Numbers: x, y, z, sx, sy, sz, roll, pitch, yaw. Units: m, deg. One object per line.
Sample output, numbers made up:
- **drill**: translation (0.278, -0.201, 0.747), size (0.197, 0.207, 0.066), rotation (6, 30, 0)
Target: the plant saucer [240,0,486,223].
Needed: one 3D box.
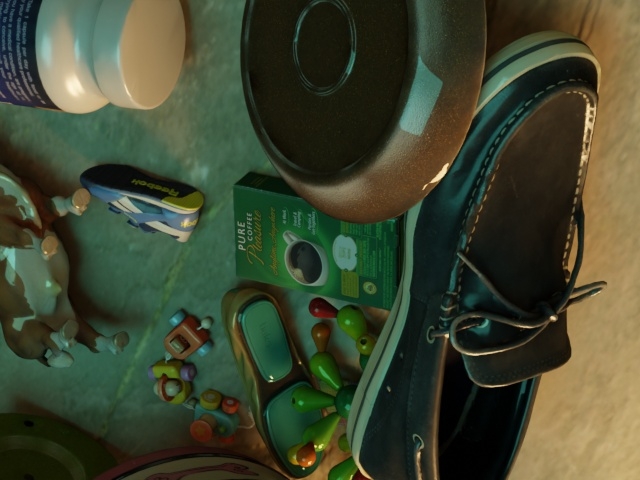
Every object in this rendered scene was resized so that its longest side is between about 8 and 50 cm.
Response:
- **plant saucer**: translation (0.018, -0.168, 1.203), size (0.310, 0.050, 0.310), rotation (5, 97, 51)

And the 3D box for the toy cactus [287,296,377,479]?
- **toy cactus**: translation (0.056, 0.170, 1.458), size (0.180, 0.112, 0.219), rotation (5, 101, 7)

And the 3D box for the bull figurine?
- **bull figurine**: translation (-0.328, 0.010, 1.553), size (0.188, 0.101, 0.310), rotation (14, 130, 43)

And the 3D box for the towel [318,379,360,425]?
- **towel**: translation (0.039, 0.177, 1.527), size (0.083, 0.009, 0.060), rotation (1, 117, 27)

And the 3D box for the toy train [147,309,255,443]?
- **toy train**: translation (-0.138, 0.166, 1.591), size (0.125, 0.046, 0.166), rotation (-33, 99, 38)

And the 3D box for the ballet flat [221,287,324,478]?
- **ballet flat**: translation (-0.052, 0.151, 1.532), size (0.073, 0.080, 0.232), rotation (21, 131, 57)

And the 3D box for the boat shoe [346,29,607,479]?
- **boat shoe**: translation (0.157, 0.051, 1.247), size (0.156, 0.187, 0.500), rotation (45, 131, 40)

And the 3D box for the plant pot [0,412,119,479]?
- **plant pot**: translation (-0.393, 0.417, 1.711), size (0.366, 0.366, 0.353), rotation (26, 116, 12)

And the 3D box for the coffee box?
- **coffee box**: translation (0.000, 0.000, 1.422), size (0.184, 0.040, 0.113), rotation (11, 122, 22)

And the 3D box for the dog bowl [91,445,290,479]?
- **dog bowl**: translation (-0.151, 0.408, 1.555), size (0.150, 0.408, 0.408), rotation (-135, 32, -58)

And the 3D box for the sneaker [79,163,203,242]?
- **sneaker**: translation (-0.195, -0.039, 1.495), size (0.144, 0.053, 0.059), rotation (20, 128, 17)

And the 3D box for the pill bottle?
- **pill bottle**: translation (-0.276, -0.206, 1.374), size (0.265, 0.153, 0.153), rotation (10, 122, 23)
